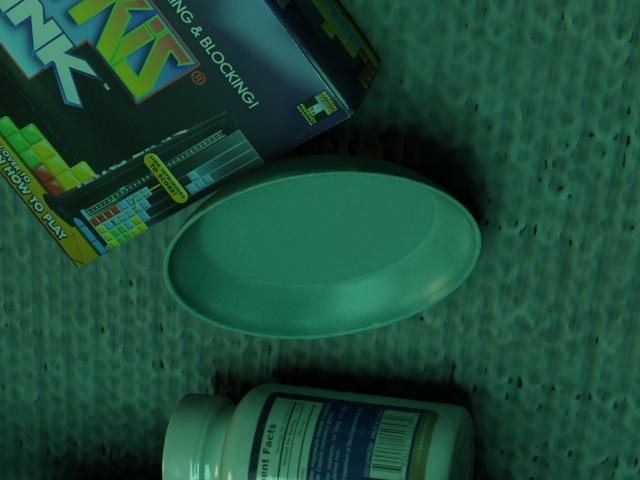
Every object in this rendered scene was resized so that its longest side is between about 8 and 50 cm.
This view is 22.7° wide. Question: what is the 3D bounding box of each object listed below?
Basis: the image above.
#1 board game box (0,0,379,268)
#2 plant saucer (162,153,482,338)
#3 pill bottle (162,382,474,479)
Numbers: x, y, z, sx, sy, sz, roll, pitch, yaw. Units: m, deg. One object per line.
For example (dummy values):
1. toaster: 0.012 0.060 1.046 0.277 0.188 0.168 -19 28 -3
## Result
1. board game box: -0.084 -0.090 0.584 0.141 0.048 0.170 -28 109 32
2. plant saucer: 0.000 0.000 0.600 0.119 0.021 0.119 -5 149 -3
3. pill bottle: -0.001 0.094 0.657 0.120 0.067 0.067 5 122 16
